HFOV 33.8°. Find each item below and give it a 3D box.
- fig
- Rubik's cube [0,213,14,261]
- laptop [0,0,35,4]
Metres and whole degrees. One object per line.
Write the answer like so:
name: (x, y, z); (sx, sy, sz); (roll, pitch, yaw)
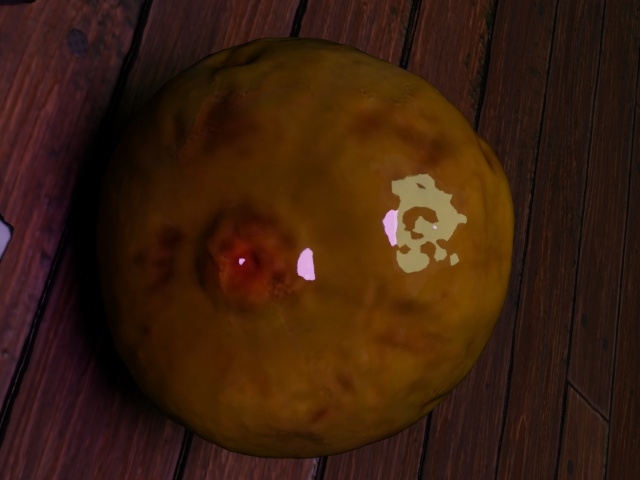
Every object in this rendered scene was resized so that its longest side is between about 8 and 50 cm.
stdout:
fig: (-0.011, 0.004, 0.849); (0.343, 0.343, 0.343); (13, 74, -54)
Rubik's cube: (-0.296, 0.023, 0.528); (0.167, 0.183, 0.180); (49, 48, -41)
laptop: (-0.285, -0.232, 0.734); (0.197, 0.016, 0.135); (-17, 98, -57)
